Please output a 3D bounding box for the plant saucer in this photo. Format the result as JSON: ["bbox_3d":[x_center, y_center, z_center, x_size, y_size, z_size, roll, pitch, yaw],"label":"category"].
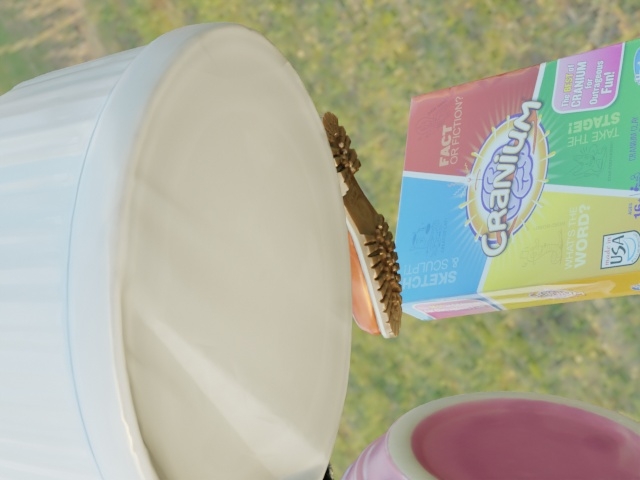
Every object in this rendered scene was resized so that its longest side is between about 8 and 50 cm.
[{"bbox_3d":[0.177,0.215,1.305,0.332,0.332,0.084,-145,54,-59],"label":"plant saucer"}]

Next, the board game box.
[{"bbox_3d":[0.216,-0.055,1.532,0.316,0.242,0.064,-11,155,43],"label":"board game box"}]

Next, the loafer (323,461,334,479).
[{"bbox_3d":[-0.019,0.229,1.531,0.094,0.087,0.251,41,-140,-44],"label":"loafer"}]

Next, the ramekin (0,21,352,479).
[{"bbox_3d":[-0.090,0.028,0.787,0.127,0.273,0.273,-3,134,23],"label":"ramekin"}]

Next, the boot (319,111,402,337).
[{"bbox_3d":[0.000,0.000,1.024,0.158,0.084,0.059,66,-161,-10],"label":"boot"}]
